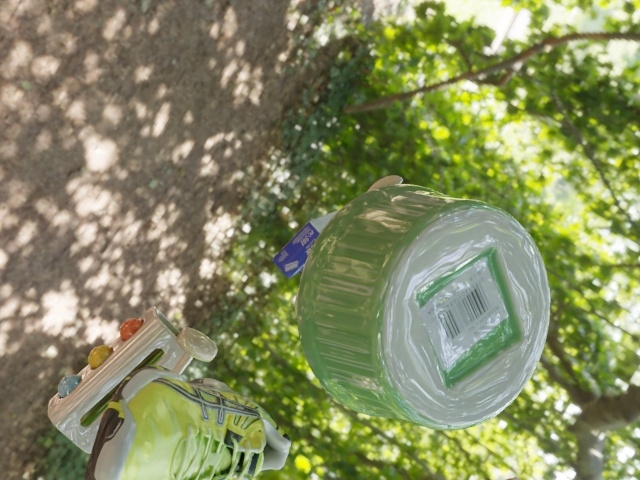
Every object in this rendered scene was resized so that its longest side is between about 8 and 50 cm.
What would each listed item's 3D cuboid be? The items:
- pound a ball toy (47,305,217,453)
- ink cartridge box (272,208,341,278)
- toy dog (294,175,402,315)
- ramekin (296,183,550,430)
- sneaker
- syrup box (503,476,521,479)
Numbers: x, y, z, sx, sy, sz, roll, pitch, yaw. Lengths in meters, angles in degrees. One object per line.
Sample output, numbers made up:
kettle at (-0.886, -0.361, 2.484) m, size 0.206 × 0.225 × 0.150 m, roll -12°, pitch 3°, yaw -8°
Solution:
pound a ball toy at (-0.363, 0.247, 1.590) m, size 0.319 × 0.136 × 0.208 m, roll -43°, pitch -162°, yaw -5°
ink cartridge box at (0.000, 0.000, 1.446) m, size 0.097 × 0.046 × 0.207 m, roll -45°, pitch 172°, yaw 21°
toy dog at (0.206, 0.076, 1.757) m, size 0.408 × 0.284 × 0.395 m, roll 11°, pitch -100°, yaw 54°
ramekin at (0.137, 0.084, 1.032) m, size 0.303 × 0.303 × 0.148 m, roll -57°, pitch -152°, yaw -14°
sneaker at (-0.147, 0.241, 1.042) m, size 0.384 × 0.147 × 0.145 m, roll 12°, pitch 96°, yaw -72°
syrup box at (0.321, 0.533, 1.423) m, size 0.096 × 0.093 × 0.237 m, roll 115°, pitch 0°, yaw -63°
